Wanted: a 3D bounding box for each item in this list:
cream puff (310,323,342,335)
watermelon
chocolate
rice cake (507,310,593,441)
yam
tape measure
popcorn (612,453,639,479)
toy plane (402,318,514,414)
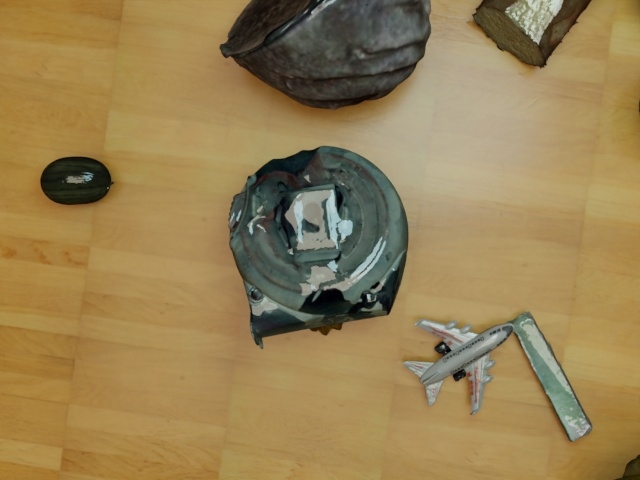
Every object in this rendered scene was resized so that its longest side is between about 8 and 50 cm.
[{"bbox_3d":[0.012,0.101,1.429,0.083,0.058,0.083,-17,89,1],"label":"cream puff"},{"bbox_3d":[-0.370,-0.091,1.435,0.111,0.078,0.078,-4,91,-2],"label":"watermelon"},{"bbox_3d":[0.033,-0.295,1.333,0.303,0.303,0.213,-46,115,3],"label":"chocolate"},{"bbox_3d":[0.349,0.205,1.427,0.043,0.034,0.211,-28,90,11],"label":"rice cake"},{"bbox_3d":[0.344,-0.384,1.375,0.129,0.128,0.238,37,94,-36],"label":"yam"},{"bbox_3d":[0.000,0.000,1.355,0.256,0.147,0.275,-11,72,3],"label":"tape measure"},{"bbox_3d":[0.522,0.401,1.319,0.293,0.293,0.237,-25,71,3],"label":"popcorn"},{"bbox_3d":[0.216,0.173,1.417,0.171,0.065,0.162,-33,89,1],"label":"toy plane"}]
